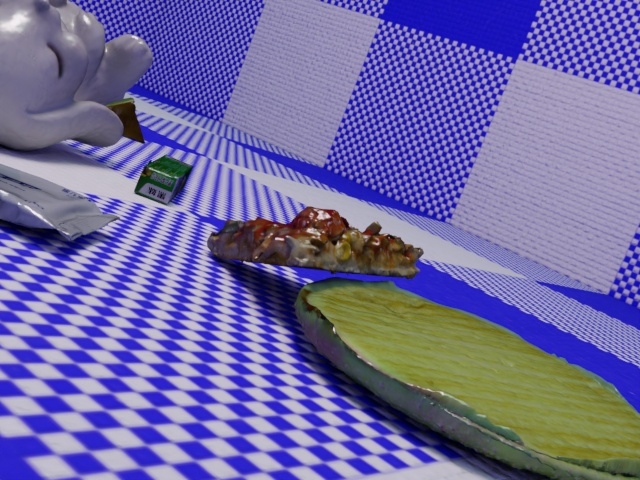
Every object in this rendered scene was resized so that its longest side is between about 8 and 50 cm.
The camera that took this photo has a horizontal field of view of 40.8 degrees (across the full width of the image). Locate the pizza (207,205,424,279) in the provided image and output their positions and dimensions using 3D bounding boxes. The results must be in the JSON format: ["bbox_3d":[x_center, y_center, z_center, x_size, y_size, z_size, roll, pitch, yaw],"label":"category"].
[{"bbox_3d":[0.000,0.000,0.743,0.200,0.053,0.193,6,-1,-5],"label":"pizza"}]

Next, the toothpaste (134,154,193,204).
[{"bbox_3d":[-0.190,-0.077,1.056,0.043,0.037,0.178,24,8,-7],"label":"toothpaste"}]

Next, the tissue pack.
[{"bbox_3d":[-0.262,-0.044,0.668,0.192,0.026,0.122,22,7,0],"label":"tissue pack"}]

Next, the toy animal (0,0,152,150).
[{"bbox_3d":[-0.344,-0.198,0.985,0.271,0.206,0.265,39,17,-13],"label":"toy animal"}]

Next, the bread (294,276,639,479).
[{"bbox_3d":[0.122,0.103,0.644,0.301,0.045,0.301,20,10,-4],"label":"bread"}]

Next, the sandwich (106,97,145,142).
[{"bbox_3d":[-0.371,-0.197,1.490,0.116,0.074,0.074,-14,18,-11],"label":"sandwich"}]
